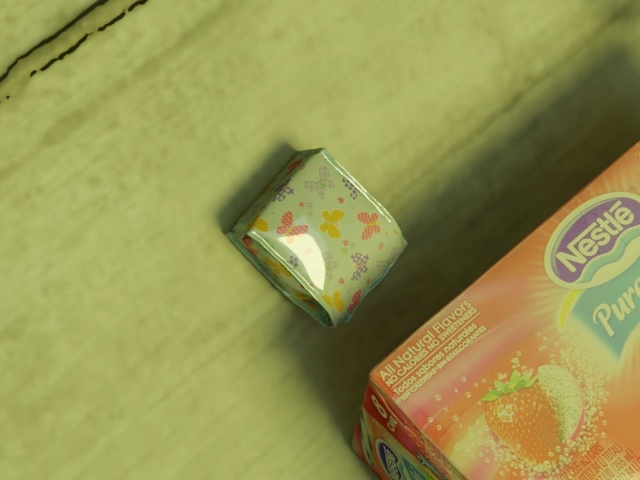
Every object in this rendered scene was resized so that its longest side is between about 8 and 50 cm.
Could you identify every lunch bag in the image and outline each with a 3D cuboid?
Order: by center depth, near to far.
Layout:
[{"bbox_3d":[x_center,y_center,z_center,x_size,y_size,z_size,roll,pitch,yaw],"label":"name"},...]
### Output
[{"bbox_3d":[0.000,0.000,1.021,0.083,0.053,0.071,43,75,-14],"label":"lunch bag"}]

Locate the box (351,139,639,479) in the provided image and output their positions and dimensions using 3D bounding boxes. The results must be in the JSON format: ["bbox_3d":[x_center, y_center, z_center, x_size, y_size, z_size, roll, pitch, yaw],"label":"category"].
[{"bbox_3d":[0.174,0.055,1.028,0.300,0.154,0.142,-39,76,-16],"label":"box"}]
